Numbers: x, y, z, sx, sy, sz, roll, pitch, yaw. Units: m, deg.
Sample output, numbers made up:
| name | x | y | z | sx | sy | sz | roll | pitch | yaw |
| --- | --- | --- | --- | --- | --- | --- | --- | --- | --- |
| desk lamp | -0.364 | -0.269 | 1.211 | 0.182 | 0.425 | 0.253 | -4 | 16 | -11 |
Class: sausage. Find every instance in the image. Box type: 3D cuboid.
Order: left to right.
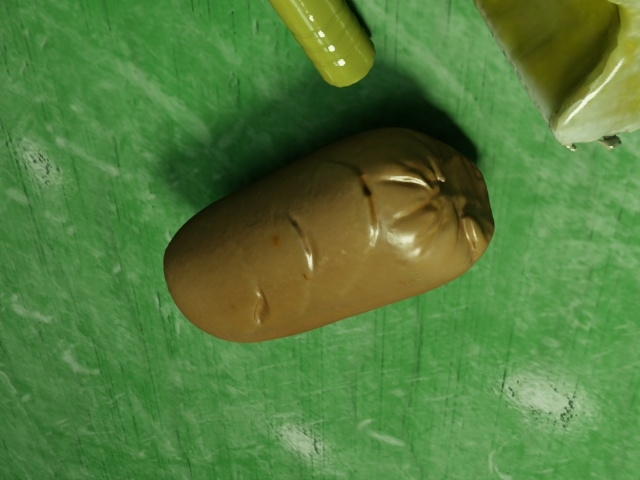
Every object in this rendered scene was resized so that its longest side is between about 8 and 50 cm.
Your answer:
| name | x | y | z | sx | sy | sz | roll | pitch | yaw |
| --- | --- | --- | --- | --- | --- | --- | --- | --- | --- |
| sausage | 0.001 | 0.000 | 1.021 | 0.121 | 0.121 | 0.304 | 44 | 147 | -17 |

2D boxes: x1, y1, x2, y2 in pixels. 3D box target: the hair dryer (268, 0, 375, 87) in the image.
| name | x | y | z | sx | sy | sz | roll | pitch | yaw |
| --- | --- | --- | --- | --- | --- | --- | --- | --- | --- |
| hair dryer | -0.056 | -0.199 | 0.850 | 0.135 | 0.090 | 0.279 | 2 | 142 | 39 |

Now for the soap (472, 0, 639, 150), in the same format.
| name | x | y | z | sx | sy | sz | roll | pitch | yaw |
| --- | --- | --- | --- | --- | --- | --- | --- | --- | --- |
| soap | 0.169 | -0.247 | 0.617 | 0.169 | 0.304 | 0.339 | 92 | 156 | -61 |
